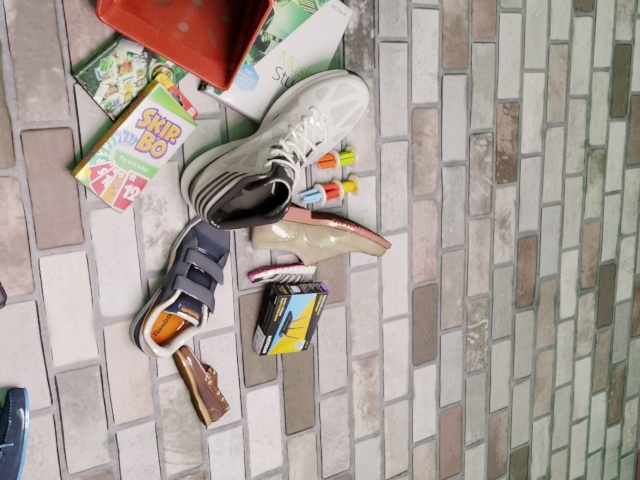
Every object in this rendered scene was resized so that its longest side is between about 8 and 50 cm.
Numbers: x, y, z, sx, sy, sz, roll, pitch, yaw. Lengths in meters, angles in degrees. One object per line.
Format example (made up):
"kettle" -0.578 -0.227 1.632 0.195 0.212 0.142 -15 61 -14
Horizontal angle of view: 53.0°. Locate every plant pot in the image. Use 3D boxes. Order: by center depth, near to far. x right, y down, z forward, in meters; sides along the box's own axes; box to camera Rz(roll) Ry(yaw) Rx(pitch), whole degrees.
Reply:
"plant pot" -0.201 -0.478 1.126 0.267 0.267 0.236 29 59 -13

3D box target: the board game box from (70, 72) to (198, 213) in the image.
"board game box" -0.345 -0.186 1.233 0.259 0.039 0.124 -54 137 -12

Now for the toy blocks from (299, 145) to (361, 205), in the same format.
"toy blocks" 0.017 -0.146 1.476 0.148 0.054 0.123 -17 109 -28

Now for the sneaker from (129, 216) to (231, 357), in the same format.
"sneaker" -0.263 0.096 1.310 0.126 0.127 0.321 32 81 -31

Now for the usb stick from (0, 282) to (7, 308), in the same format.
"usb stick" -0.630 0.004 1.105 0.077 0.045 0.278 -26 113 -25

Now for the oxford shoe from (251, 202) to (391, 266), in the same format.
"oxford shoe" 0.000 0.000 1.466 0.348 0.123 0.130 15 97 -24

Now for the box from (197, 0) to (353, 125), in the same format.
"box" -0.088 -0.403 1.353 0.232 0.058 0.322 25 86 -34

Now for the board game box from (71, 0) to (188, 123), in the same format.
"board game box" -0.331 -0.344 1.231 0.260 0.030 0.136 -46 118 -16

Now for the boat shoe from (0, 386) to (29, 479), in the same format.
"boat shoe" -0.592 0.397 1.177 0.088 0.109 0.259 9 93 -30

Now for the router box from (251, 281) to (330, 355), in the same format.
"router box" -0.068 0.177 1.454 0.133 0.046 0.179 -2 127 -32

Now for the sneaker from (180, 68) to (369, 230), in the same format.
"sneaker" -0.048 -0.158 1.259 0.447 0.257 0.169 -36 125 -6

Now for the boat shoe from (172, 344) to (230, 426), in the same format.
"boat shoe" -0.256 0.304 1.391 0.073 0.073 0.207 -30 121 -26

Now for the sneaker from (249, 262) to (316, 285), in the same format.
"sneaker" -0.082 0.094 1.457 0.170 0.063 0.075 -5 96 -36
